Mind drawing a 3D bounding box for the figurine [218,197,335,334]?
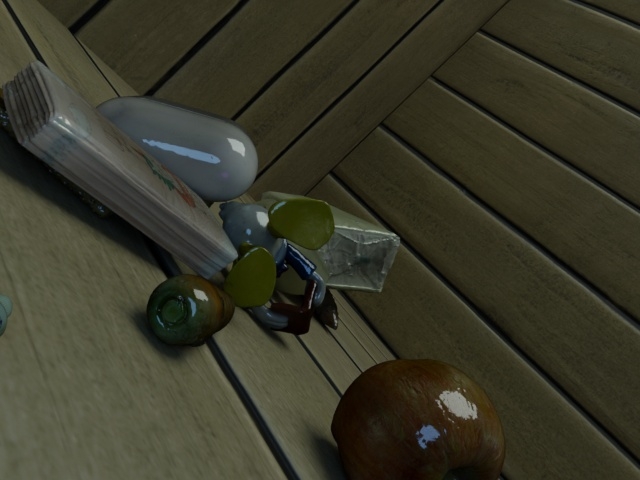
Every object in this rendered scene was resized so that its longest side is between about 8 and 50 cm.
[{"bbox_3d":[-0.084,0.031,0.990,0.284,0.204,0.338,59,-9,-26],"label":"figurine"}]

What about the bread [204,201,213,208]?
[{"bbox_3d":[-0.282,-0.102,1.147,0.109,0.084,0.080,47,-1,-17],"label":"bread"}]

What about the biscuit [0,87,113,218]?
[{"bbox_3d":[-0.358,-0.125,0.713,0.237,0.026,0.131,47,0,-18],"label":"biscuit"}]

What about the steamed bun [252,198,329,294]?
[{"bbox_3d":[-0.102,0.030,1.338,0.250,0.154,0.200,47,-12,46],"label":"steamed bun"}]

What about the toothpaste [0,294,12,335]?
[{"bbox_3d":[-0.200,0.057,0.254,0.048,0.029,0.197,46,4,-8],"label":"toothpaste"}]

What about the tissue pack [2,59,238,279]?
[{"bbox_3d":[-0.253,-0.082,0.722,0.170,0.071,0.325,52,3,42],"label":"tissue pack"}]

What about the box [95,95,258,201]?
[{"bbox_3d":[-0.262,-0.178,1.003,0.288,0.141,0.349,15,13,-13],"label":"box"}]

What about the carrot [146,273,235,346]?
[{"bbox_3d":[-0.139,0.083,0.677,0.078,0.078,0.298,47,-3,4],"label":"carrot"}]

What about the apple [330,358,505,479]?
[{"bbox_3d":[0.126,0.257,0.706,0.211,0.211,0.188,46,1,-31],"label":"apple"}]

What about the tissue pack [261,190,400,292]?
[{"bbox_3d":[0.000,0.000,1.631,0.296,0.207,0.380,9,13,-38],"label":"tissue pack"}]

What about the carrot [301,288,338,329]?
[{"bbox_3d":[-0.003,0.184,1.652,0.102,0.102,0.263,46,6,-38],"label":"carrot"}]
